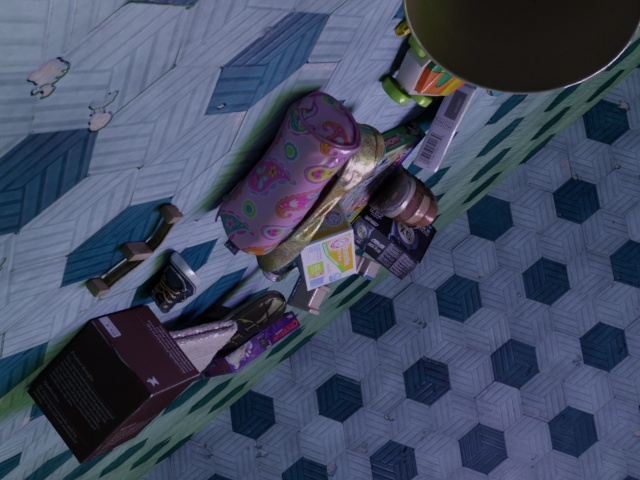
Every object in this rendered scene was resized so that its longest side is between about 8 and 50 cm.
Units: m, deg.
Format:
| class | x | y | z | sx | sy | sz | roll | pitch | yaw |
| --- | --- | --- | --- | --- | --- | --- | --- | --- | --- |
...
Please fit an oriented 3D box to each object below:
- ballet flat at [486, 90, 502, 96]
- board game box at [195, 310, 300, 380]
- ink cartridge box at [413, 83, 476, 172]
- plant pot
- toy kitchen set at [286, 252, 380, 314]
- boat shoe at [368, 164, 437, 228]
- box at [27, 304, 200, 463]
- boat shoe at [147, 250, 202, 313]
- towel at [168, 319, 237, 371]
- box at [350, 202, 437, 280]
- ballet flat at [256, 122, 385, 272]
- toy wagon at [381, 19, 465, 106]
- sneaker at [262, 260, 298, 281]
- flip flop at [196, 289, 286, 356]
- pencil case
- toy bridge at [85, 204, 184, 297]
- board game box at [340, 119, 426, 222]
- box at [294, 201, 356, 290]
| class | x | y | z | sx | sy | sz | roll | pitch | yaw |
| --- | --- | --- | --- | --- | --- | --- | --- | --- | --- |
| ballet flat | 0.344 | -0.352 | 1.844 | 0.072 | 0.068 | 0.213 | -28 | 164 | 2 |
| board game box | -0.207 | 0.263 | 2.242 | 0.208 | 0.056 | 0.347 | -29 | -177 | -29 |
| ink cartridge box | 0.264 | -0.256 | 1.904 | 0.232 | 0.066 | 0.189 | -67 | -179 | -68 |
| plant pot | 0.254 | -0.352 | 1.146 | 0.284 | 0.284 | 0.191 | 126 | -18 | -51 |
| toy kitchen set | 0.010 | 0.086 | 2.081 | 0.207 | 0.122 | 0.166 | 25 | 91 | -58 |
| boat shoe | 0.186 | -0.088 | 2.025 | 0.123 | 0.116 | 0.324 | -56 | -172 | 12 |
| box | -0.360 | 0.249 | 1.617 | 0.203 | 0.168 | 0.167 | -44 | 168 | 20 |
| boat shoe | -0.252 | 0.079 | 1.576 | 0.083 | 0.065 | 0.183 | -39 | 170 | -13 |
| towel | -0.317 | 0.244 | 1.910 | 0.282 | 0.049 | 0.187 | -9 | 152 | -43 |
| box | 0.165 | -0.019 | 2.169 | 0.077 | 0.180 | 0.147 | -49 | -177 | 41 |
| ballet flat | -0.033 | -0.078 | 1.605 | 0.348 | 0.123 | 0.123 | -45 | 168 | 27 |
| toy wagon | 0.218 | -0.327 | 1.516 | 0.267 | 0.068 | 0.344 | -45 | 168 | 23 |
| sneaker | -0.054 | 0.029 | 2.052 | 0.166 | 0.065 | 0.076 | -36 | 161 | -39 |
| flip flop | -0.206 | 0.177 | 2.049 | 0.277 | 0.080 | 0.112 | -30 | 143 | 8 |
| pencil case | -0.054 | -0.096 | 1.417 | 0.124 | 0.124 | 0.284 | -27 | 164 | -49 |
| toy bridge | -0.271 | 0.017 | 1.371 | 0.188 | 0.026 | 0.063 | -43 | 170 | 17 |
| board game box | 0.066 | -0.110 | 1.934 | 0.213 | 0.046 | 0.317 | -28 | 164 | -44 |
| box | 0.000 | 0.000 | 1.832 | 0.114 | 0.103 | 0.203 | -21 | 154 | -5 |
